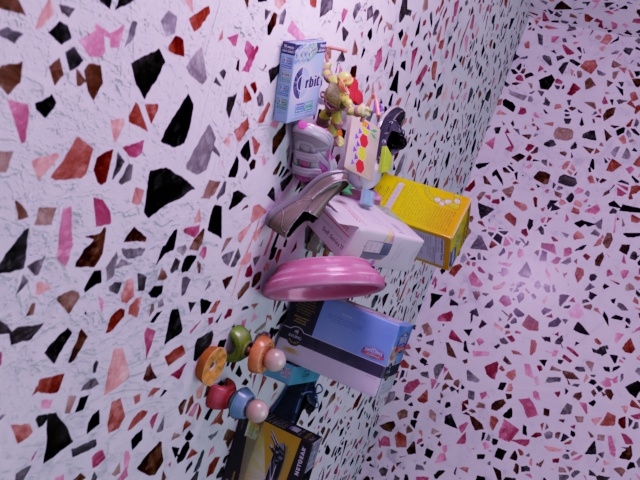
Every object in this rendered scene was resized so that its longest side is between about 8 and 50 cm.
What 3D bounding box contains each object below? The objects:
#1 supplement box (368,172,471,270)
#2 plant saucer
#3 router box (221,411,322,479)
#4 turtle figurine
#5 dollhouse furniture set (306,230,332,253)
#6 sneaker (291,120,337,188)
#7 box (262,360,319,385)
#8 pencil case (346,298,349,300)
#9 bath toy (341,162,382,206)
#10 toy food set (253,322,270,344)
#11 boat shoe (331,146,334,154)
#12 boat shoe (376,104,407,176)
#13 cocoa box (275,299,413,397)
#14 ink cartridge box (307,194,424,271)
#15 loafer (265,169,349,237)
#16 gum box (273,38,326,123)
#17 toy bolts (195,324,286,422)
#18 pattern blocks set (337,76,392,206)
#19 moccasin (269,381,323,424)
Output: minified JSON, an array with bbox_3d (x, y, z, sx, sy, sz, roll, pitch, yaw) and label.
[{"bbox_3d":[0.327,-0.072,2.260,0.195,0.356,0.194,-57,155,-30],"label":"supplement box"},{"bbox_3d":[0.009,0.105,1.747,0.332,0.331,0.084,28,57,-68],"label":"plant saucer"},{"bbox_3d":[-0.155,0.676,1.886,0.081,0.242,0.309,0,107,-67],"label":"router box"},{"bbox_3d":[0.048,-0.342,1.625,0.087,0.270,0.217,-20,149,-27],"label":"turtle figurine"},{"bbox_3d":[0.000,0.000,1.995,0.151,0.058,0.076,20,97,-49],"label":"dollhouse furniture set"},{"bbox_3d":[-0.023,-0.211,1.663,0.111,0.102,0.252,-64,156,-21],"label":"sneaker"},{"bbox_3d":[-0.085,0.404,2.020,0.244,0.100,0.060,23,85,-68],"label":"box"},{"bbox_3d":[0.067,0.200,2.233,0.098,0.095,0.209,-78,172,-47],"label":"pencil case"},{"bbox_3d":[0.123,-0.112,2.064,0.151,0.129,0.349,-18,129,-18],"label":"bath toy"},{"bbox_3d":[-0.169,0.301,1.844,0.078,0.019,0.122,-39,142,-52],"label":"toy food set"},{"bbox_3d":[0.013,-0.229,1.818,0.046,0.038,0.125,-19,125,-63],"label":"boat shoe"},{"bbox_3d":[0.231,-0.330,2.148,0.340,0.113,0.127,-52,151,-39],"label":"boat shoe"},{"bbox_3d":[0.076,0.305,1.985,0.228,0.346,0.231,-70,160,-1],"label":"cocoa box"},{"bbox_3d":[0.107,-0.028,1.870,0.353,0.207,0.119,11,116,-41],"label":"ink cartridge box"},{"bbox_3d":[-0.020,-0.088,1.654,0.251,0.087,0.094,-36,158,-5],"label":"loafer"},{"bbox_3d":[-0.048,-0.386,1.544,0.157,0.041,0.185,-32,136,-57],"label":"gum box"},{"bbox_3d":[-0.201,0.363,1.634,0.218,0.158,0.229,-21,126,-62],"label":"toy bolts"},{"bbox_3d":[0.118,-0.274,1.867,0.285,0.026,0.325,32,66,-43],"label":"pattern blocks set"},{"bbox_3d":[-0.065,0.548,2.157,0.342,0.116,0.138,-55,153,-34],"label":"moccasin"}]
